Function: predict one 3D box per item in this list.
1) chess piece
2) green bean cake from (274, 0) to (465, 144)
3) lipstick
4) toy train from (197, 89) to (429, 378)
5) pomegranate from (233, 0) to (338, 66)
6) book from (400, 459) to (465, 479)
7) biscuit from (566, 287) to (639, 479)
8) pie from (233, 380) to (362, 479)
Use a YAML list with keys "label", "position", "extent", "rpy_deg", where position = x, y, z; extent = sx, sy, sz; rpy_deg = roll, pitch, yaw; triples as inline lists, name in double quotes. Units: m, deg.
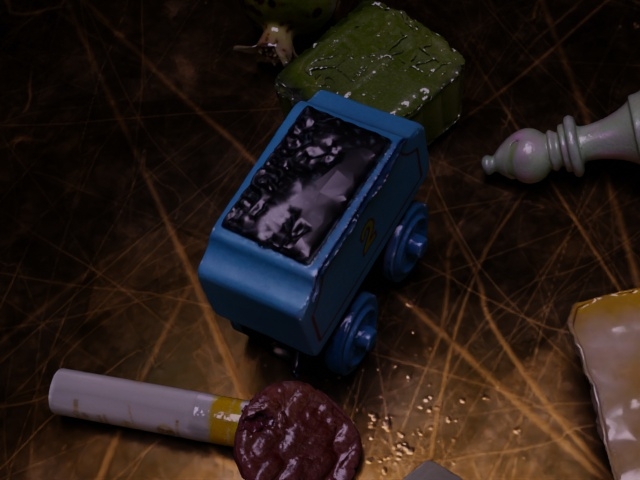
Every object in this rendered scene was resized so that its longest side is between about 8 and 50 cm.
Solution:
- label: "chess piece"
  position: [0.335, -0.120, 1.784]
  extent: [0.272, 0.139, 0.139]
  rpy_deg: [-13, 57, 14]
- label: "green bean cake"
  position: [0.067, -0.196, 1.861]
  extent: [0.214, 0.113, 0.200]
  rpy_deg: [-40, 59, -16]
- label: "lipstick"
  position: [-0.193, 0.200, 1.687]
  extent: [0.264, 0.059, 0.059]
  rpy_deg: [8, 60, 13]
- label: "toy train"
  position: [0.000, 0.000, 1.661]
  extent: [0.188, 0.265, 0.300]
  rpy_deg: [22, 65, 21]
- label: "pomegranate"
  position: [-0.046, -0.323, 1.953]
  extent: [0.148, 0.148, 0.169]
  rpy_deg: [12, 98, 15]
- label: "book"
  position: [0.100, 0.381, 1.441]
  extent: [0.260, 0.043, 0.371]
  rpy_deg: [32, 40, 26]
- label: "biscuit"
  position: [0.494, 0.214, 1.548]
  extent: [0.446, 0.104, 0.429]
  rpy_deg: [-15, 56, -2]
- label: "pie"
  position: [-0.028, 0.234, 1.621]
  extent: [0.154, 0.038, 0.153]
  rpy_deg: [6, 75, -22]
